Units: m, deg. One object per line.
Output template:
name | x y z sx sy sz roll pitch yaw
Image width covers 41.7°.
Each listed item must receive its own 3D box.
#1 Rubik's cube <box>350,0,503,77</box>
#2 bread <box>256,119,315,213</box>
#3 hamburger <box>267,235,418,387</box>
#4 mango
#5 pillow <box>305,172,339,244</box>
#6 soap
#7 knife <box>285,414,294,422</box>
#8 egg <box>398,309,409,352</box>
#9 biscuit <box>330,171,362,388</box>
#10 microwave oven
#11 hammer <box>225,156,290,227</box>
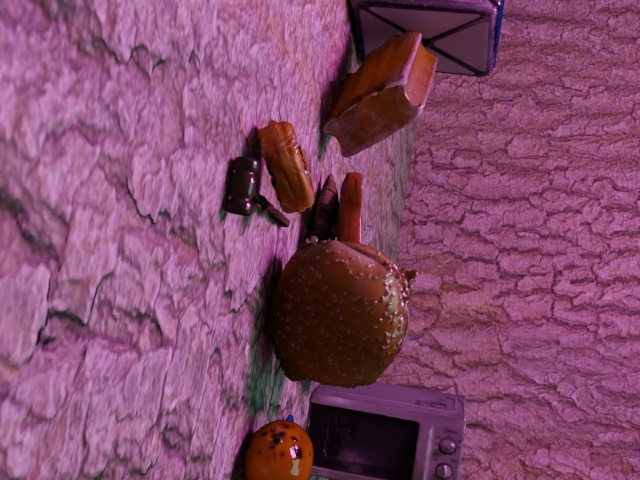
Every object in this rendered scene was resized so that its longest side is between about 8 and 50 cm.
Rubik's cube | 0.203 -0.461 1.485 0.260 0.255 0.259 62 38 -75
bread | -0.039 -0.083 0.938 0.083 0.044 0.110 -113 -175 -49
hamburger | 0.019 0.104 1.109 0.215 0.190 0.122 -69 168 19
mango | -0.052 0.299 1.118 0.178 0.090 0.115 70 27 -68
pillow | 0.000 0.000 1.338 0.113 0.038 0.203 83 17 -48
soap | 0.105 -0.251 1.371 0.080 0.160 0.257 51 32 -19
knife | -0.075 0.344 1.221 0.296 0.026 0.044 -62 146 -62
egg | 0.068 0.119 1.461 0.169 0.169 0.231 -68 152 -55
biscuit | 0.038 0.060 1.263 0.205 0.050 0.323 96 -6 -75
microwave oven | 0.132 0.391 1.662 0.237 0.295 0.181 -2 99 -80
hammer | -0.063 -0.038 0.984 0.292 0.029 0.058 48 53 -80
